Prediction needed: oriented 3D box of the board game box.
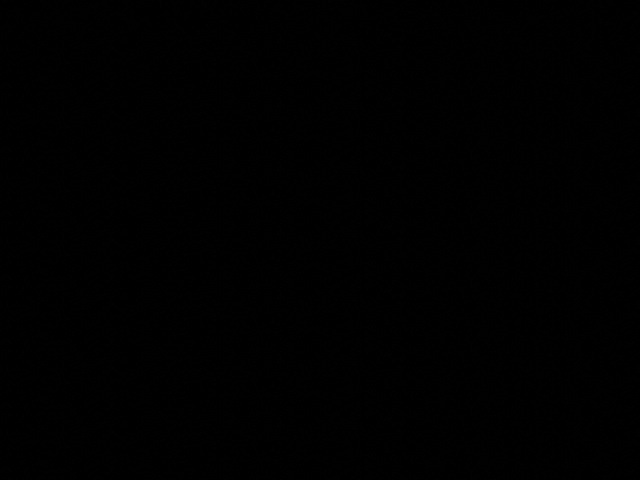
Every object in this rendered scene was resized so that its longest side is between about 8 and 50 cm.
[{"bbox_3d":[-0.004,0.067,0.212,0.356,0.356,0.356,36,-170,-41],"label":"board game box"}]
